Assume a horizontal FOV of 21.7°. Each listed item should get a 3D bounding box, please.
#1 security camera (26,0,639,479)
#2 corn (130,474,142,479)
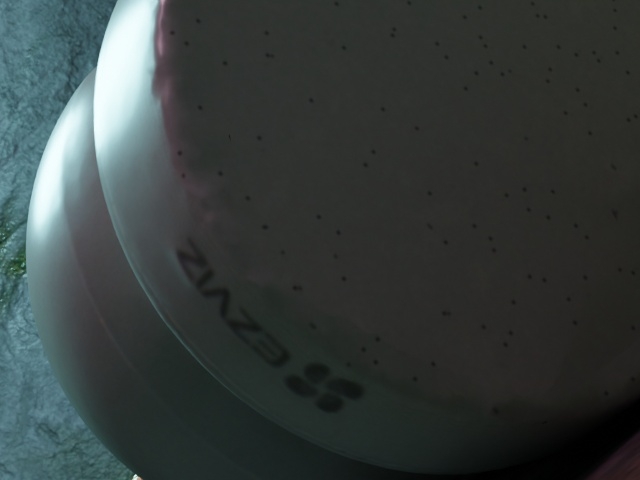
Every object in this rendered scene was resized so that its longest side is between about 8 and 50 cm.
[{"bbox_3d":[0.000,0.000,0.535,0.194,0.194,0.236,-35,-5,-31],"label":"security camera"},{"bbox_3d":[-0.022,0.099,0.673,0.072,0.072,0.203,-39,-5,40],"label":"corn"}]
